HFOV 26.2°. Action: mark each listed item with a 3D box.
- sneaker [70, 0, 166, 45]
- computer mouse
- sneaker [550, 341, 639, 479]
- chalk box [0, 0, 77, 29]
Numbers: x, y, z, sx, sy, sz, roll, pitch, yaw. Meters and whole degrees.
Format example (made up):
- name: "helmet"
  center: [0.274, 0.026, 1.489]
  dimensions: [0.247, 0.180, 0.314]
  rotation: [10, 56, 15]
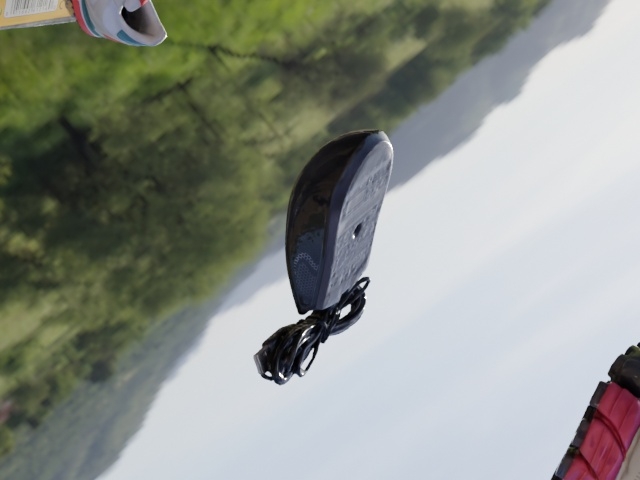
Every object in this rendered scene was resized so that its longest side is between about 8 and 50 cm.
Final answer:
- name: "sneaker"
  center: [-0.150, -0.203, 0.976]
  dimensions: [0.057, 0.075, 0.161]
  rotation: [-49, 147, -28]
- name: "computer mouse"
  center: [0.000, 0.000, 1.395]
  dimensions: [0.188, 0.072, 0.272]
  rotation: [-35, 146, -51]
- name: "sneaker"
  center: [0.232, 0.111, 0.777]
  dimensions: [0.299, 0.112, 0.121]
  rotation: [-20, 137, -55]
- name: "chalk box"
  center: [-0.362, -0.341, 1.311]
  dimensions: [0.180, 0.289, 0.179]
  rotation: [-22, 137, -56]
